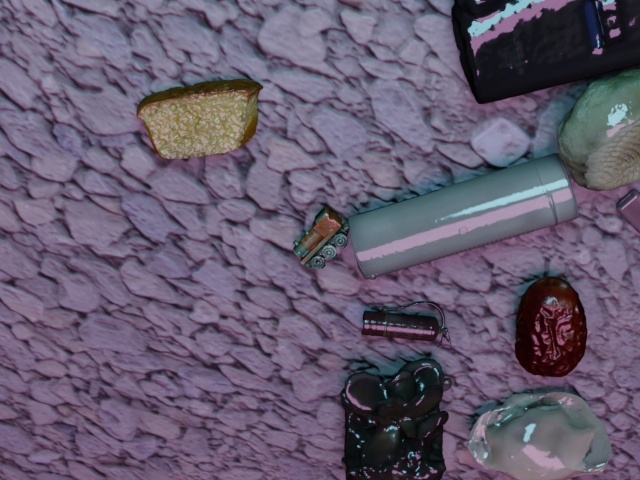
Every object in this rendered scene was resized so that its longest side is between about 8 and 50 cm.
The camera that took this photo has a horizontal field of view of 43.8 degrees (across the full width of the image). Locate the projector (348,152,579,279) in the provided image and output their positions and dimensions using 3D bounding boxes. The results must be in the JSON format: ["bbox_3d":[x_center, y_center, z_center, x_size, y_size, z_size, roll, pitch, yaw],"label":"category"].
[{"bbox_3d":[0.213,-0.034,1.214,0.337,0.108,0.108,-17,120,11],"label":"projector"}]

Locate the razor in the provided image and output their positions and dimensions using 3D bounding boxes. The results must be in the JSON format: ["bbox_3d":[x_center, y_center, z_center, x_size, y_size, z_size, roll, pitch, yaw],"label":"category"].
[{"bbox_3d":[0.341,-0.299,1.046,0.327,0.107,0.189,-15,121,11],"label":"razor"}]

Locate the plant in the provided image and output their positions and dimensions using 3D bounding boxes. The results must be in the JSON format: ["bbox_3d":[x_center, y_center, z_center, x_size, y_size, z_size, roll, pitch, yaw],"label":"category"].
[{"bbox_3d":[0.132,0.353,1.404,0.199,0.188,0.276,1,122,-1],"label":"plant"}]

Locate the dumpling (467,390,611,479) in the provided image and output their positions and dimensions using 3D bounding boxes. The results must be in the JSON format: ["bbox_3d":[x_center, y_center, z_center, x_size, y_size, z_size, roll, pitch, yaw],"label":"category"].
[{"bbox_3d":[0.392,0.357,1.439,0.250,0.162,0.132,-3,158,16],"label":"dumpling"}]

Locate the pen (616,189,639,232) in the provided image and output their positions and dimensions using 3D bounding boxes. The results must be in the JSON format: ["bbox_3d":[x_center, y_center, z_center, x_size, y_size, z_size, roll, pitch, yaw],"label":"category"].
[{"bbox_3d":[0.551,-0.009,1.266,0.197,0.032,0.053,38,114,-17],"label":"pen"}]

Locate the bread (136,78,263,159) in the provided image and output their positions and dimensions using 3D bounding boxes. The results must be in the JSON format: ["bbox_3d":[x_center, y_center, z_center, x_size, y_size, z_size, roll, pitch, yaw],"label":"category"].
[{"bbox_3d":[-0.173,-0.177,1.160,0.187,0.065,0.103,-6,116,3],"label":"bread"}]

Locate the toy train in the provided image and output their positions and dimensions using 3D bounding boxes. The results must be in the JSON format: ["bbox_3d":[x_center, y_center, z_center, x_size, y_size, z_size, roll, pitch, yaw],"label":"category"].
[{"bbox_3d":[0.000,0.000,1.275,0.064,0.044,0.103,37,113,-16],"label":"toy train"}]

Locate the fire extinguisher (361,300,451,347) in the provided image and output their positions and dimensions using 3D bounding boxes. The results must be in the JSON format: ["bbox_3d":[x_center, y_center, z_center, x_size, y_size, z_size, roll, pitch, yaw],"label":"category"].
[{"bbox_3d":[0.151,0.140,1.360,0.157,0.045,0.078,6,100,-1],"label":"fire extinguisher"}]

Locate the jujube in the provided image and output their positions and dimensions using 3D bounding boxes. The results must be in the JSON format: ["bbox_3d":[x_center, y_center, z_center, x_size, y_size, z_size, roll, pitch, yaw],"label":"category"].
[{"bbox_3d":[0.382,0.145,1.320,0.112,0.109,0.176,-21,123,-26],"label":"jujube"}]

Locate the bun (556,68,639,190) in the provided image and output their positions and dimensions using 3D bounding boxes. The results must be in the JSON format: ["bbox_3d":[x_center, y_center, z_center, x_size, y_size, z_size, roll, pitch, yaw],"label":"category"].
[{"bbox_3d":[0.413,-0.162,1.108,0.195,0.118,0.195,-20,150,-12],"label":"bun"}]
